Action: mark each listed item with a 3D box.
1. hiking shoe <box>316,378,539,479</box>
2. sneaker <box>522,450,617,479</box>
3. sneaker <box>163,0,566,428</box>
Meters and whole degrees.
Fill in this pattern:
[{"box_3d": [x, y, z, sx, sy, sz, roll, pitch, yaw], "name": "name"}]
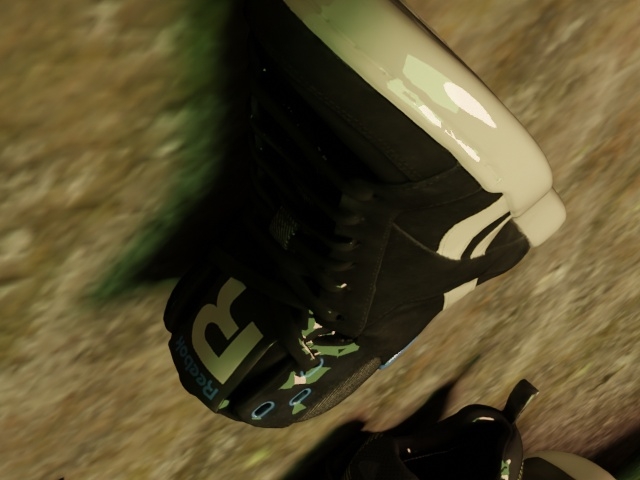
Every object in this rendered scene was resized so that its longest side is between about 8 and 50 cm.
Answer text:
[{"box_3d": [0.004, 0.135, 0.855, 0.227, 0.086, 0.114, -32, 146, -35], "name": "hiking shoe"}, {"box_3d": [0.225, 0.186, 1.149, 0.257, 0.169, 0.447, -37, 148, -8], "name": "sneaker"}, {"box_3d": [0.000, 0.000, 0.538, 0.121, 0.079, 0.217, -43, 161, 4], "name": "sneaker"}]
